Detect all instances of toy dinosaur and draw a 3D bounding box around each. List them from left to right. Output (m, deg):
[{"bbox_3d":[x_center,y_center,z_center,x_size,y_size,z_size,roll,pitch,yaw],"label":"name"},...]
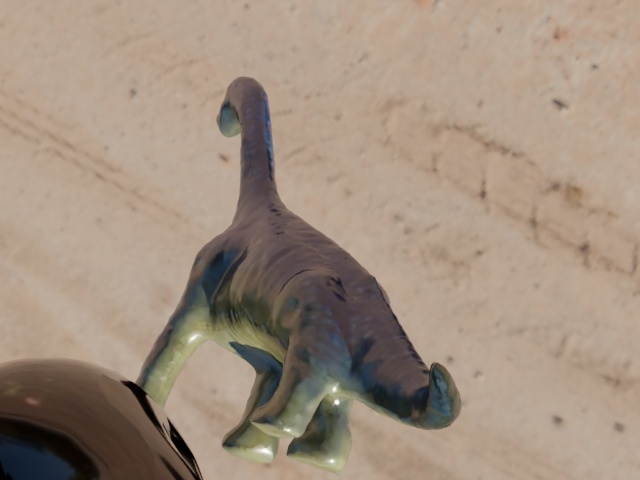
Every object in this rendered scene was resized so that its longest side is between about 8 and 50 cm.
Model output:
[{"bbox_3d":[0.000,0.000,0.587,0.075,0.188,0.248,25,163,-29],"label":"toy dinosaur"}]

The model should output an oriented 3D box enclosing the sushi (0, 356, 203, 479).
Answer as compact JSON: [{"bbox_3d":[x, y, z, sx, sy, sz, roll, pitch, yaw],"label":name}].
[{"bbox_3d":[-0.062,0.151,0.391,0.215,0.212,0.227,-3,140,49],"label":"sushi"}]
